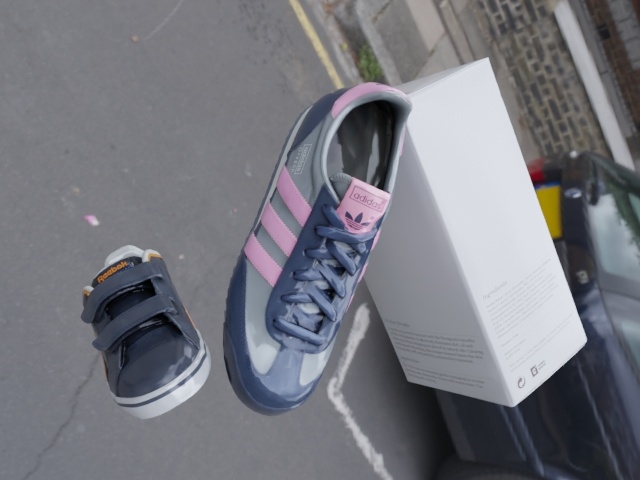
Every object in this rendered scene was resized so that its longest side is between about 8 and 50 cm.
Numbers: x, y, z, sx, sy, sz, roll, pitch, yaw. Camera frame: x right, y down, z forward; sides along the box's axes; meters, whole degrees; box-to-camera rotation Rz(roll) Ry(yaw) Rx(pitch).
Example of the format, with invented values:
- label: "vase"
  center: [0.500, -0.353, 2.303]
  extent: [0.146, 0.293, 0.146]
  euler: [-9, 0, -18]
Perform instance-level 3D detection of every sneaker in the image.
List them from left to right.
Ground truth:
- label: "sneaker"
  center: [-0.226, 0.097, 0.876]
  extent: [0.127, 0.126, 0.321]
  euler: [65, -11, -21]
- label: "sneaker"
  center: [0.000, 0.000, 0.640]
  extent: [0.112, 0.131, 0.319]
  euler: [19, 75, -24]

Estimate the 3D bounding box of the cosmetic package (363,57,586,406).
- label: "cosmetic package"
  center: [0.147, -0.006, 0.856]
  extent: [0.155, 0.197, 0.365]
  euler: [-30, 106, -29]
